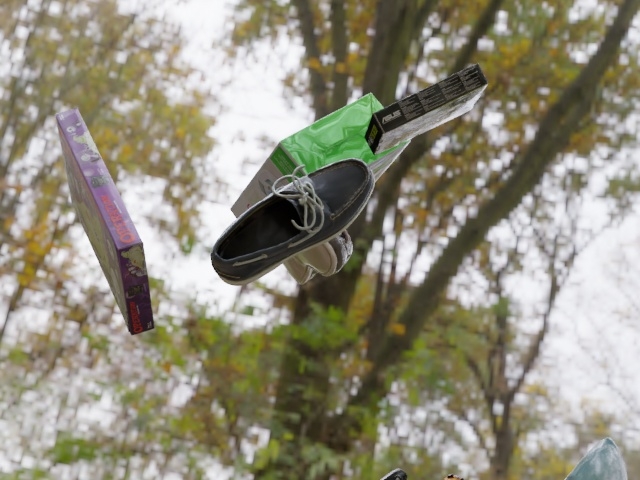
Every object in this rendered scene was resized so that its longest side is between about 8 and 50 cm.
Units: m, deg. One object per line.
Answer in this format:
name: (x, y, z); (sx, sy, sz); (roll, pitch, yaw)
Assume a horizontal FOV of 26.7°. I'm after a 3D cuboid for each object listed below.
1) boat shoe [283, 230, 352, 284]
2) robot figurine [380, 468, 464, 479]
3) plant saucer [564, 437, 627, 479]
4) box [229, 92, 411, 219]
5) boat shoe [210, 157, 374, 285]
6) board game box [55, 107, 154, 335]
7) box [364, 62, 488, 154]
boat shoe: (0.000, 0.000, 2.261); (0.112, 0.095, 0.335); (51, -13, -1)
robot figurine: (0.111, 0.417, 1.610); (0.211, 0.291, 0.085); (21, -9, -3)
plant saucer: (0.245, 0.356, 1.436); (0.044, 0.317, 0.317); (30, -17, 23)
box: (0.001, -0.118, 2.476); (0.126, 0.262, 0.231); (51, -40, 9)
boat shoe: (-0.037, -0.035, 1.791); (0.255, 0.095, 0.079); (-30, -18, -8)
board game box: (-0.356, -0.034, 2.220); (0.056, 0.347, 0.208); (-14, -43, -19)
box: (0.169, -0.211, 2.200); (0.191, 0.045, 0.184); (-26, -8, -5)
